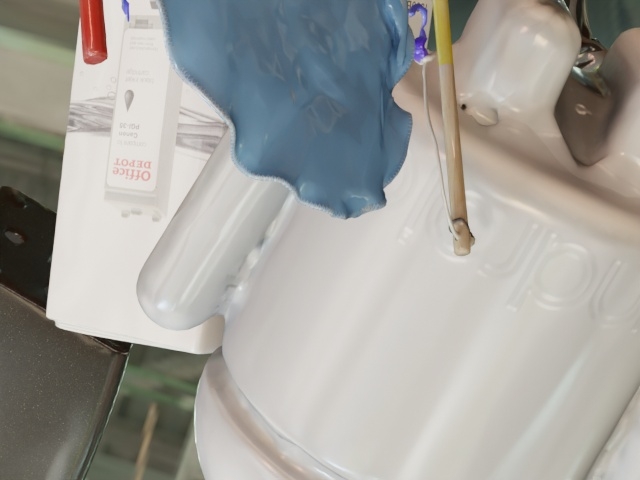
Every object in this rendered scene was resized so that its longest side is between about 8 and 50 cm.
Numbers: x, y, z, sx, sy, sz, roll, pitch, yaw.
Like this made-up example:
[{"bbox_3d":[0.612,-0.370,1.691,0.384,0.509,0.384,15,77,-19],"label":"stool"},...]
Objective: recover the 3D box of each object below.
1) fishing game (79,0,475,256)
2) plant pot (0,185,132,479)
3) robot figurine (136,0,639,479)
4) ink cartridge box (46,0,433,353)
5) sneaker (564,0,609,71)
[{"bbox_3d":[-0.020,-0.097,0.730,0.264,0.041,0.189,20,-121,-54],"label":"fishing game"},{"bbox_3d":[-0.218,0.078,1.298,0.188,0.167,0.187,32,-155,-11],"label":"plant pot"},{"bbox_3d":[0.062,0.042,0.939,0.300,0.353,0.200,25,-162,-4],"label":"robot figurine"},{"bbox_3d":[-0.038,-0.082,1.080,0.117,0.283,0.207,11,-174,33],"label":"ink cartridge box"},{"bbox_3d":[0.220,-0.120,1.433,0.067,0.078,0.188,-16,-93,-61],"label":"sneaker"}]
